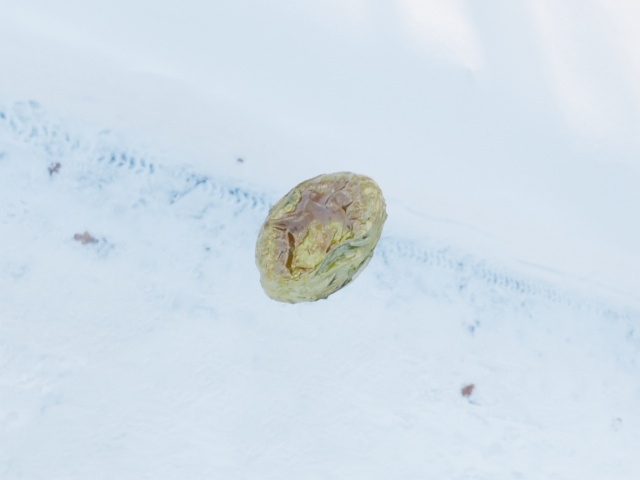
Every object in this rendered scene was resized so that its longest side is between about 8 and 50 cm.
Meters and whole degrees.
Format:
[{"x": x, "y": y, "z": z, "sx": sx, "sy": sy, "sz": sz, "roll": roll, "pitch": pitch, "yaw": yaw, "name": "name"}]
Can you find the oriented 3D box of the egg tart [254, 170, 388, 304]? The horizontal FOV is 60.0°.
[{"x": 0.000, "y": 0.000, "z": 0.451, "sx": 0.052, "sy": 0.130, "sz": 0.130, "roll": 46, "pitch": 51, "yaw": -40, "name": "egg tart"}]
